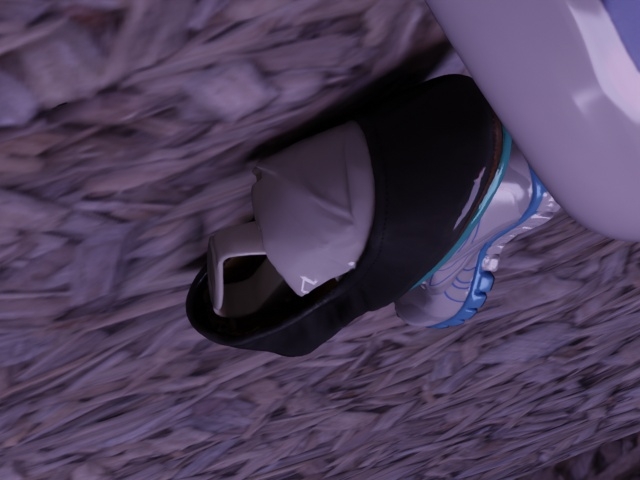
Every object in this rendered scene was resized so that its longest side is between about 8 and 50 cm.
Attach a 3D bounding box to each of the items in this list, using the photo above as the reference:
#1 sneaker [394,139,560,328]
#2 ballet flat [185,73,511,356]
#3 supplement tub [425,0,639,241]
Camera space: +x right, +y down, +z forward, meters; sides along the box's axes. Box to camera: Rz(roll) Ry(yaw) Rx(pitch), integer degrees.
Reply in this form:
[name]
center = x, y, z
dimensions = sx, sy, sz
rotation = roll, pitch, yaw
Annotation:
[sneaker]
center = 0.069, -0.006, 1.160
dimensions = 0.083, 0.071, 0.190
rotation = -8, 150, -26
[ballet flat]
center = 0.000, 0.000, 1.031
dimensions = 0.096, 0.095, 0.280
rotation = -1, 156, -25
[supplement tub]
center = 0.162, -0.160, 0.480
dimensions = 0.316, 0.228, 0.228
rotation = -26, 164, 12
